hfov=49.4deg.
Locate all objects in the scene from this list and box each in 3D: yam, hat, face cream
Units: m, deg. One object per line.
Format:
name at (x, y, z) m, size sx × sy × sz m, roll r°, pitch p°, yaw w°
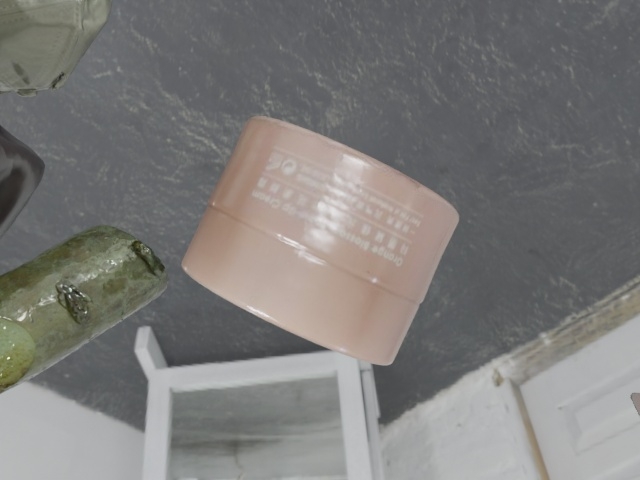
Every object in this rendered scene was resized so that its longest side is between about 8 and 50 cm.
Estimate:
yam at (-0.175, 0.044, 0.445) m, size 0.146 × 0.069 × 0.070 m, roll -33°, pitch 139°, yaw -32°
hat at (-0.290, -0.220, 0.527) m, size 0.214 × 0.149 × 0.244 m, roll -6°, pitch 167°, yaw 17°
face cream at (0.000, 0.000, 0.441) m, size 0.149 × 0.149 × 0.104 m, roll 25°, pitch 89°, yaw -22°

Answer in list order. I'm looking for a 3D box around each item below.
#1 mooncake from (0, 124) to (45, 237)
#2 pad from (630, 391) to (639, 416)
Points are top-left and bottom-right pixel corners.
mooncake at (-0.293, -0.066, 0.412) m, size 0.245 × 0.245 × 0.133 m, roll 37°, pitch 77°, yaw -28°
pad at (0.215, 0.105, 0.265) m, size 0.006 × 0.113 × 0.187 m, roll -24°, pitch 176°, yaw -27°
